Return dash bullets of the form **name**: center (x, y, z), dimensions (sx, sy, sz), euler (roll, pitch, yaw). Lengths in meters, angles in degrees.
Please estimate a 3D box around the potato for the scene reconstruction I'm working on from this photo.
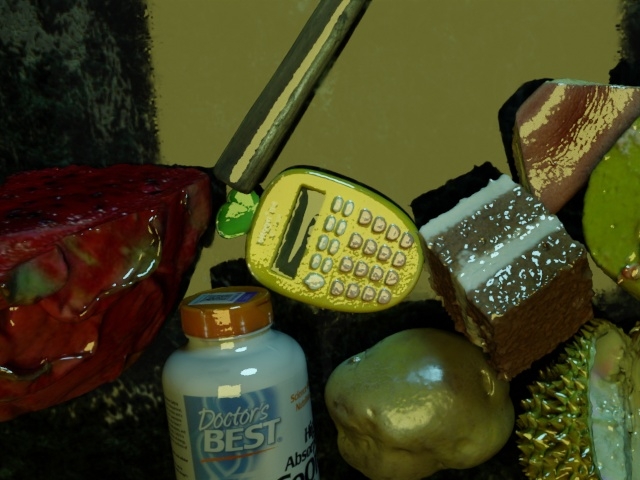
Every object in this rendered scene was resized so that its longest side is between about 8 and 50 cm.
- **potato**: center (0.106, 0.177, 0.893), dimensions (0.201, 0.137, 0.154), euler (-18, 127, 8)

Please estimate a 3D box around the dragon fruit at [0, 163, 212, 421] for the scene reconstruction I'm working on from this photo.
- **dragon fruit**: center (-0.233, 0.078, 0.806), dimensions (0.228, 0.329, 0.285), euler (3, 100, -3)

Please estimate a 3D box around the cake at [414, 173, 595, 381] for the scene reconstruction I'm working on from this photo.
- **cake**: center (0.181, 0.036, 0.828), dimensions (0.135, 0.147, 0.135), euler (-35, 141, -11)

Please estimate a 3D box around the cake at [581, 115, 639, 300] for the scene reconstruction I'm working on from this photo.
- **cake**: center (0.377, -0.056, 0.787), dimensions (0.179, 0.156, 0.260), euler (41, 108, 26)

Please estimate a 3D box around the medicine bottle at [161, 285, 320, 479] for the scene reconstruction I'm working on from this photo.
- **medicine bottle**: center (-0.086, 0.199, 0.895), dimensions (0.157, 0.157, 0.288), euler (-5, 101, 5)

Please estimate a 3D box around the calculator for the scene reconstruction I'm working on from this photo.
- **calculator**: center (0.000, 0.000, 0.915), dimensions (0.235, 0.032, 0.146), euler (21, 101, -1)

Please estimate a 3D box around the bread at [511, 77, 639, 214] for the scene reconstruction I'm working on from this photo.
- **bread**: center (0.256, -0.113, 0.855), dimensions (0.119, 0.067, 0.192), euler (41, 102, -12)

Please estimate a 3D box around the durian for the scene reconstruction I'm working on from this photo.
- **durian**: center (0.287, 0.188, 0.884), dimensions (0.193, 0.138, 0.237), euler (45, 57, -17)

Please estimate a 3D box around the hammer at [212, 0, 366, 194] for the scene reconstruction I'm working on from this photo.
- **hammer**: center (0.022, -0.238, 0.835), dimensions (0.168, 0.044, 0.439), euler (35, 101, 15)
